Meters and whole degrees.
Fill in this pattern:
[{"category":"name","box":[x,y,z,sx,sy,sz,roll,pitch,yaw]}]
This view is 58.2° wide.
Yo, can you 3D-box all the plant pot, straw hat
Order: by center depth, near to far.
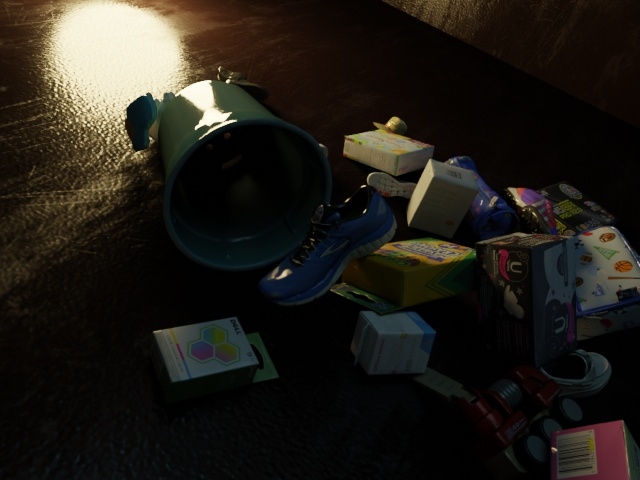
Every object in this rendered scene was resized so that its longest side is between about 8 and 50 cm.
[{"category":"plant pot","box":[-0.195,-0.169,1.238,0.341,0.341,0.334,0,35,-27]},{"category":"straw hat","box":[0.245,-0.363,1.860,0.144,0.061,0.144,33,19,-12]}]

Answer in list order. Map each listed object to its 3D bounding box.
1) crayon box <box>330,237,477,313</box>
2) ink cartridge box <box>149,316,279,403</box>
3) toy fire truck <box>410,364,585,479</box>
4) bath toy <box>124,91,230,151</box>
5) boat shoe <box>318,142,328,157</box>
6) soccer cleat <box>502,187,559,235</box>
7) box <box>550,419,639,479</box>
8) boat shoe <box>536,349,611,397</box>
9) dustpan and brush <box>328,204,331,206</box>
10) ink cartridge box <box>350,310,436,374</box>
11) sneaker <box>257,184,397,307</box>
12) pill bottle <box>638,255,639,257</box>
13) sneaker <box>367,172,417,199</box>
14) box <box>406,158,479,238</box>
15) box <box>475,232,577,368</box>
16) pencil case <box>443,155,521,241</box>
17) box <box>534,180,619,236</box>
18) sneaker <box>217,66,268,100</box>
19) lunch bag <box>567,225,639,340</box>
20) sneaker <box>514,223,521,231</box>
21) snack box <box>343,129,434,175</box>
[{"category":"crayon box","box":[0.193,0.065,1.248,0.322,0.083,0.203,-9,16,-34]},{"category":"ink cartridge box","box":[-0.175,0.197,0.986,0.209,0.062,0.109,-5,44,-32]},{"category":"toy fire truck","box":[0.313,0.298,1.060,0.217,0.158,0.246,-20,64,-42]},{"category":"bath toy","box":[-0.321,-0.303,1.490,0.348,0.151,0.129,-14,88,-42]},{"category":"boat shoe","box":[-0.094,-0.235,1.557,0.084,0.095,0.258,41,30,30]},{"category":"soccer cleat","box":[0.593,-0.065,1.559,0.116,0.109,0.318,-5,26,0]},{"category":"box","box":[0.447,0.439,0.855,0.243,0.117,0.214,55,34,-17]},{"category":"boat shoe","box":[0.540,0.274,1.227,0.267,0.088,0.096,-1,43,-28]},{"category":"dustpan and brush","box":[0.009,-0.056,1.396,0.211,0.060,0.147,19,37,-4]},{"category":"ink cartridge box","box":[0.129,0.194,1.101,0.143,0.092,0.090,4,20,-22]},{"category":"sneaker","box":[0.000,0.000,1.168,0.330,0.147,0.129,-39,39,-15]},{"category":"pill bottle","box":[0.853,0.100,1.574,0.221,0.124,0.124,10,38,-18]},{"category":"sneaker","box":[0.205,-0.153,1.636,0.157,0.061,0.065,18,10,-7]},{"category":"box","box":[0.319,-0.109,1.527,0.130,0.171,0.091,15,38,-9]},{"category":"box","box":[0.436,0.118,1.206,0.163,0.248,0.142,-11,11,-35]},{"category":"pencil case","box":[0.443,-0.123,1.643,0.119,0.133,0.306,-17,45,-5]},{"category":"box","box":[0.792,-0.086,1.829,0.270,0.060,0.216,-16,51,-40]},{"category":"sneaker","box":[-0.246,-0.500,1.831,0.170,0.051,0.089,11,42,-9]},{"category":"lunch bag","box":[0.660,0.103,1.413,0.243,0.115,0.303,-17,32,16]},{"category":"sneaker","box":[0.600,-0.051,1.690,0.152,0.061,0.054,18,38,-3]},{"category":"snack box","box":[0.201,-0.264,1.704,0.174,0.070,0.207,-19,34,-41]}]
